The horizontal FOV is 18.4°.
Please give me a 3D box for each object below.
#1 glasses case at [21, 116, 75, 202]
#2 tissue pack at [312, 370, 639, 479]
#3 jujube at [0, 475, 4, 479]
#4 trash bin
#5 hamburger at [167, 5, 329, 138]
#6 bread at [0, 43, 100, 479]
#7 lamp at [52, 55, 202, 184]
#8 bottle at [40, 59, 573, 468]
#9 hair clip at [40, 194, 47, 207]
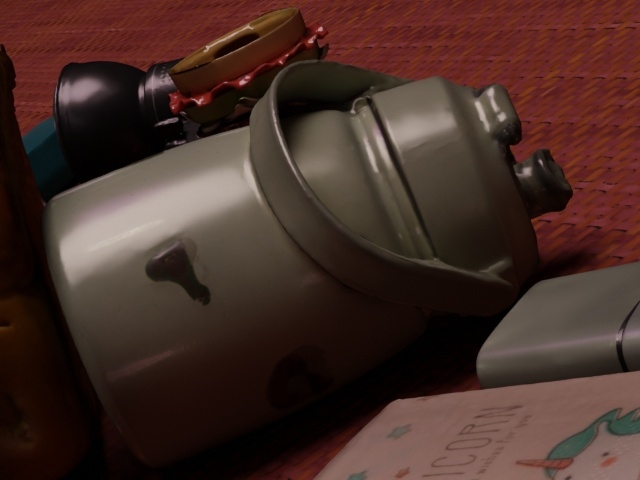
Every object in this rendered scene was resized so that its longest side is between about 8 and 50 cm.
[{"bbox_3d":[-0.352,-0.055,2.234,0.117,0.070,0.301,-18,21,42],"label":"glasses case"},{"bbox_3d":[0.131,0.136,1.034,0.325,0.071,0.170,-11,26,42],"label":"tissue pack"},{"bbox_3d":[-0.311,0.153,1.213,0.215,0.308,0.246,-18,17,31],"label":"jujube"},{"bbox_3d":[0.177,0.058,1.204,0.130,0.059,0.116,-12,21,41],"label":"trash bin"},{"bbox_3d":[-0.054,-0.139,1.927,0.175,0.137,0.175,-28,14,7],"label":"hamburger"},{"bbox_3d":[-0.267,0.020,1.451,0.148,0.328,0.337,-14,10,-4],"label":"bread"},{"bbox_3d":[-0.152,-0.138,2.097,0.227,0.147,0.172,-11,36,20],"label":"lamp"},{"bbox_3d":[0.000,0.000,1.366,0.352,0.229,0.229,-21,19,3],"label":"bottle"},{"bbox_3d":[-0.312,0.002,2.007,0.106,0.084,0.292,-18,25,11],"label":"hair clip"}]
